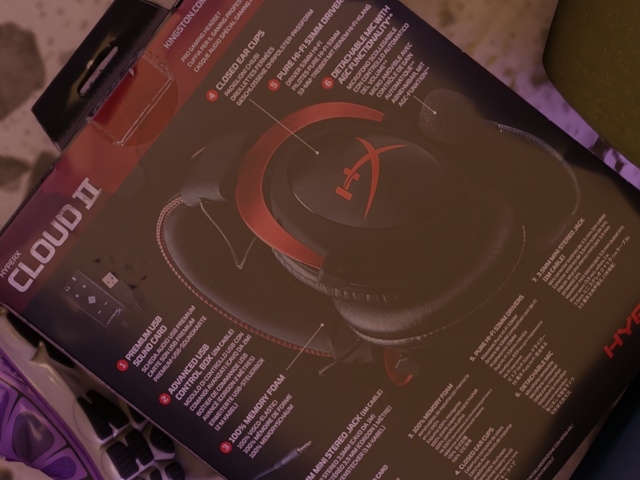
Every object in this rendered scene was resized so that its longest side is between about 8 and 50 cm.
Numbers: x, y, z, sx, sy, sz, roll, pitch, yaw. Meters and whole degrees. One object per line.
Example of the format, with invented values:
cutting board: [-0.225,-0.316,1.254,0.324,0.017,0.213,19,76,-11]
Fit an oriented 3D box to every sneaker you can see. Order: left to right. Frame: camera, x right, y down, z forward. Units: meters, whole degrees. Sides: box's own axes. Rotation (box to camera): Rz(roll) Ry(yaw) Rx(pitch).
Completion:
sneaker: [-0.131,0.092,0.806,0.071,0.068,0.170,-42,82,18]

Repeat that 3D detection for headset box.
headset box: [0.000,0.000,0.764,0.293,0.110,0.218,38,93,0]

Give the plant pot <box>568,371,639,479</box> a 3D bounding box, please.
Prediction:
plant pot: [0.209,0.101,0.685,0.165,0.234,0.166,32,89,9]

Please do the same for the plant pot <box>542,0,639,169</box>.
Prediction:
plant pot: [0.236,-0.151,0.692,0.274,0.275,0.293,36,111,0]
